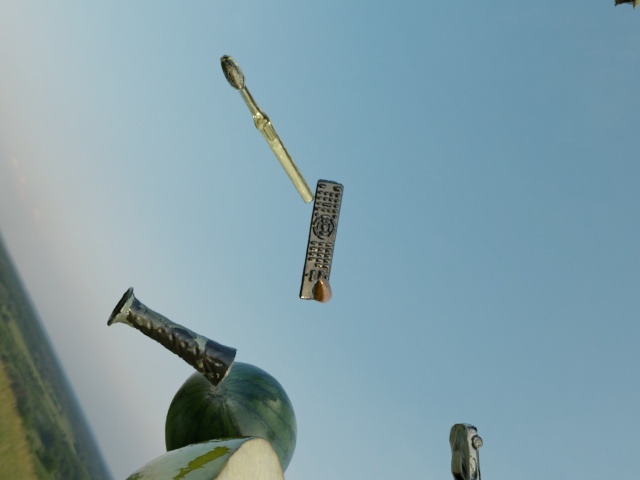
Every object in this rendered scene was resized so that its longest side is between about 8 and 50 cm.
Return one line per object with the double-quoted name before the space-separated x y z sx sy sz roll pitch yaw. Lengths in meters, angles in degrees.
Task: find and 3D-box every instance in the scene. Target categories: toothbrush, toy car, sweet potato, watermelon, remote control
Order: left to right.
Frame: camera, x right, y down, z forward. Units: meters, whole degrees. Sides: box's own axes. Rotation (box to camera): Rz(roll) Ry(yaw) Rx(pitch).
"watermelon" -0.157 0.338 0.995 0.242 0.242 0.242 41 -36 39
"toothbrush" -0.073 -0.155 0.844 0.028 0.026 0.294 59 1 43
"remote control" 0.000 0.000 1.126 0.025 0.063 0.245 19 -80 63
"sweet potato" 0.002 0.079 0.873 0.034 0.034 0.095 55 -10 19
"toy car" 0.160 0.252 0.621 0.041 0.025 0.093 135 -38 -62

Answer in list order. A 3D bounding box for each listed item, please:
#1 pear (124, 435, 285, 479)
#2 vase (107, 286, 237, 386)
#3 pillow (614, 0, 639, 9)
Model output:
"pear" -0.173 0.404 0.666 0.191 0.341 0.386 2 -28 15
"vase" -0.193 0.127 0.735 0.167 0.059 0.059 35 -23 -16
"pillow" 0.369 -0.372 0.563 0.050 0.230 0.148 36 -2 33
